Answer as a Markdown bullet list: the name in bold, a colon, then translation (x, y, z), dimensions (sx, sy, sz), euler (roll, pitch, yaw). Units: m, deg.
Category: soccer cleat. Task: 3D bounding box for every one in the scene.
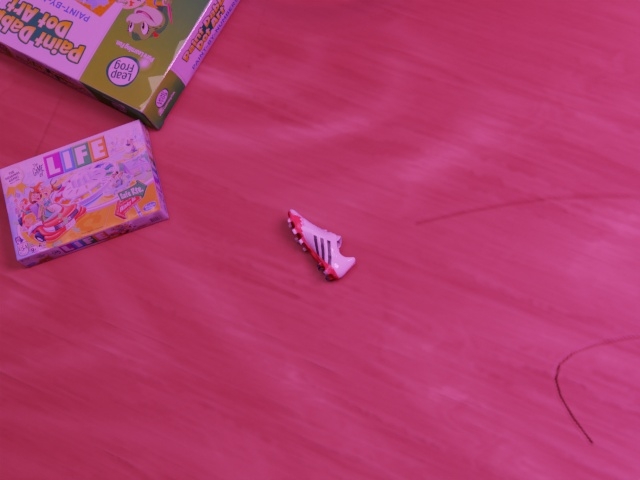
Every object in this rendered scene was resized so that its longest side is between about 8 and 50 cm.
- **soccer cleat**: translation (0.000, 0.000, 1.460), dimensions (0.036, 0.029, 0.083), euler (-34, 69, -8)

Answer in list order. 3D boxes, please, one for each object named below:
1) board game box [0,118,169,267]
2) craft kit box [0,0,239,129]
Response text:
- **board game box**: translation (-0.235, -0.046, 1.537), dimensions (0.154, 0.026, 0.103), euler (-19, 67, 8)
- **craft kit box**: translation (-0.208, -0.271, 1.595), dimensions (0.250, 0.061, 0.246), euler (26, 82, 22)
